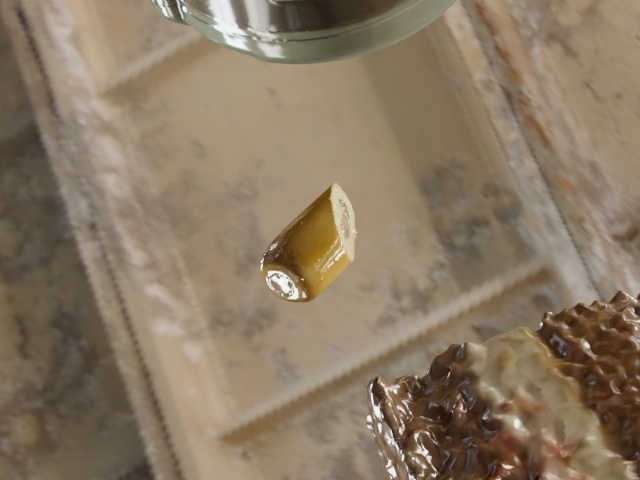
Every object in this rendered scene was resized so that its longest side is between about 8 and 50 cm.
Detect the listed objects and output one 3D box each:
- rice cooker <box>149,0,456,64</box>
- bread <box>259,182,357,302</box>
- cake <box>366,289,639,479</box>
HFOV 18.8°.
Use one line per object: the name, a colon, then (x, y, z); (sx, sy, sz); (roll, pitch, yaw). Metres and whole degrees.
rice cooker: (-0.017, -0.335, 1.689); (0.335, 0.325, 0.335); (-6, -130, 7)
bread: (0.001, -0.001, 1.443); (0.103, 0.049, 0.062); (-45, -156, -22)
cake: (0.202, 0.193, 1.170); (0.290, 0.282, 0.256); (-20, -138, -9)
